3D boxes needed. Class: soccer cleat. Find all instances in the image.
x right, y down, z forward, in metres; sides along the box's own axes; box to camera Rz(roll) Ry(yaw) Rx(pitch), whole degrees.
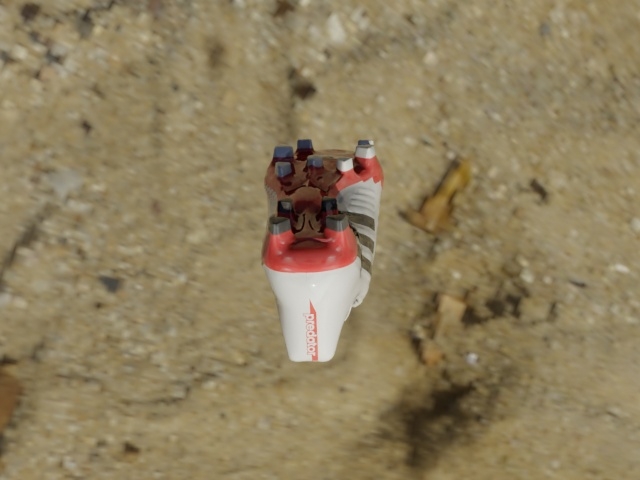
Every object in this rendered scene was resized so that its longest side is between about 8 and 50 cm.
[{"bbox_3d":[0.000,0.000,0.424,0.029,0.083,0.036,0,110,4],"label":"soccer cleat"}]
